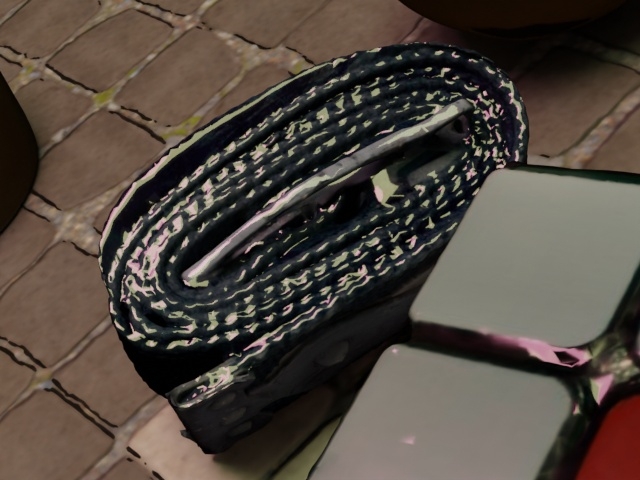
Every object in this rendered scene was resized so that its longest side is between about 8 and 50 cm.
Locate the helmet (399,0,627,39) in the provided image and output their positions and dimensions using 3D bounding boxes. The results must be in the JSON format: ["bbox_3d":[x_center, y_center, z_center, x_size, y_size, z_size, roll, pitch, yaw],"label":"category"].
[{"bbox_3d":[0.127,-0.193,0.854,0.224,0.130,0.198,-49,40,-8],"label":"helmet"}]

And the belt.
[{"bbox_3d":[0.000,0.000,0.739,0.218,0.128,0.122,-31,70,-6],"label":"belt"}]

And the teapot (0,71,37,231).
[{"bbox_3d":[-0.290,-0.071,0.924,0.185,0.175,0.268,-25,41,8],"label":"teapot"}]

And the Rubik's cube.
[{"bbox_3d":[0.119,0.098,0.518,0.167,0.183,0.180,9,51,36],"label":"Rubik's cube"}]
